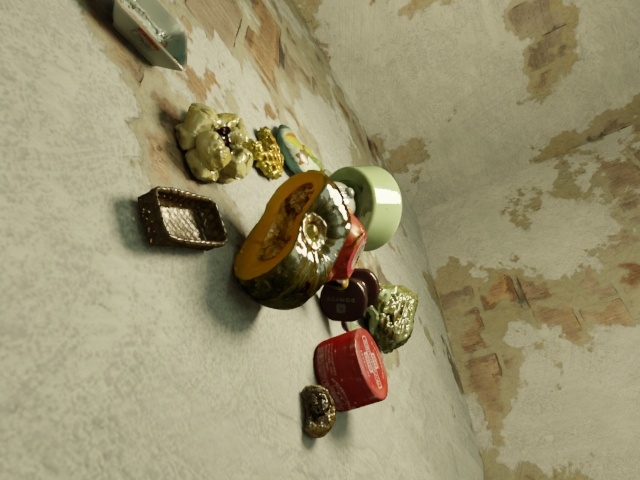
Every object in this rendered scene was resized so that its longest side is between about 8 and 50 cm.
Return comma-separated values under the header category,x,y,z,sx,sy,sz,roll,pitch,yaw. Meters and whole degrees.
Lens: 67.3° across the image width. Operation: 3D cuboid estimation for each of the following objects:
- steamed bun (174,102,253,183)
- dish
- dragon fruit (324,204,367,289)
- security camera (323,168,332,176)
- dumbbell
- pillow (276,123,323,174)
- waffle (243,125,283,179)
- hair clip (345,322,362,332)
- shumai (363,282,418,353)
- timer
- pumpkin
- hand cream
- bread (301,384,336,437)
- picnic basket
category,x,y,z,sx,sy,sz,roll,pitch,yaw
steamed bun,-0.225,-0.222,1.062,0.192,0.106,0.177,69,17,10
dish,-0.376,-0.458,0.990,0.234,0.064,0.154,44,29,-50
dragon fruit,0.005,0.003,1.267,0.224,0.227,0.224,15,90,-70
security camera,0.104,-0.180,1.954,0.301,0.080,0.157,46,29,-41
dumbbell,0.092,0.157,1.433,0.225,0.140,0.124,-15,104,-70
pillow,-0.071,-0.281,1.602,0.233,0.086,0.214,39,23,-49
waffle,-0.153,-0.256,1.381,0.149,0.051,0.194,57,22,-31
hair clip,0.102,0.270,1.509,0.137,0.022,0.054,47,27,-45
shumai,0.214,0.246,1.668,0.218,0.189,0.256,39,45,-21
timer,0.053,-0.111,1.530,0.315,0.290,0.291,2,64,-44
pumpkin,-0.069,-0.001,1.057,0.139,0.221,0.317,42,58,-33
hand cream,0.079,0.329,1.225,0.193,0.125,0.193,54,24,-37
bread,0.000,0.375,1.060,0.082,0.060,0.113,42,30,-47
picnic basket,-0.246,-0.033,0.870,0.193,0.054,0.110,10,58,-67
